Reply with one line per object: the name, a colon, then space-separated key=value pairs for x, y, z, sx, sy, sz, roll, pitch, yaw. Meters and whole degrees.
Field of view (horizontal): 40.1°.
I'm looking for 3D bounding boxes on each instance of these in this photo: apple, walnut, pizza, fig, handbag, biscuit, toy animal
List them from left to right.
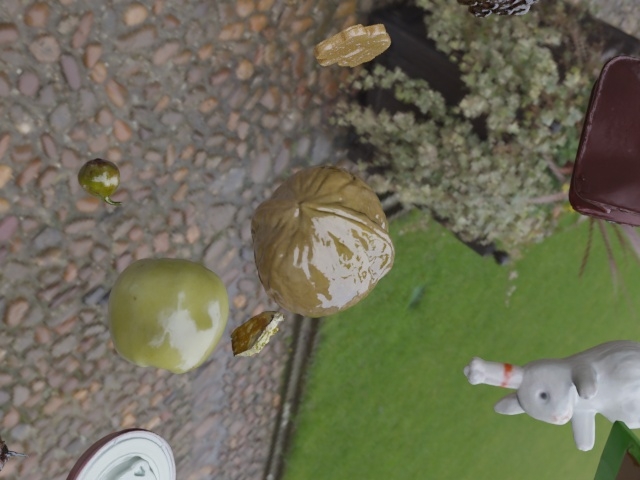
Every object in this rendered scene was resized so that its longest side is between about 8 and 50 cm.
fig: x=-0.435 y=-0.114 z=1.731 sx=0.084 sy=0.082 sz=0.098 roll=-2 pitch=119 yaw=-2
apple: x=-0.321 y=0.155 z=1.853 sx=0.262 sy=0.262 sz=0.262 roll=-38 pitch=150 yaw=-27
pizza: x=-0.128 y=0.187 z=1.723 sx=0.160 sy=0.035 sz=0.099 roll=-30 pitch=-147 yaw=45
walnut: x=0.000 y=0.000 z=1.277 sx=0.228 sy=0.228 sz=0.228 roll=-38 pitch=150 yaw=-27
biscuit: x=0.062 y=-0.343 z=1.532 sx=0.133 sy=0.027 sz=0.184 roll=-26 pitch=173 yaw=38
toy animal: x=0.363 y=0.228 z=1.292 sx=0.282 sy=0.138 sz=0.141 roll=-11 pitch=125 yaw=-3
handbag: x=0.538 y=-0.138 z=1.339 sx=0.084 sy=0.275 sz=0.260 roll=64 pitch=43 yaw=-72

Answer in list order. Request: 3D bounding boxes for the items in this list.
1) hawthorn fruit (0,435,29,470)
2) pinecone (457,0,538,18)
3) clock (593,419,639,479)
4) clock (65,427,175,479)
hawthorn fruit: x=-0.623 y=0.362 z=1.505 sx=0.235 sy=0.181 sz=0.181 roll=19 pitch=114 yaw=-17
pinecone: x=0.312 y=-0.491 z=1.492 sx=0.201 sy=0.202 sz=0.229 roll=-48 pitch=159 yaw=-31
clock: x=0.490 y=0.326 z=1.035 sx=0.220 sy=0.255 sz=0.106 roll=-108 pitch=-150 yaw=-73
clock: x=-0.335 y=0.434 z=1.466 sx=0.244 sy=0.056 sz=0.245 roll=-17 pitch=111 yaw=-51
